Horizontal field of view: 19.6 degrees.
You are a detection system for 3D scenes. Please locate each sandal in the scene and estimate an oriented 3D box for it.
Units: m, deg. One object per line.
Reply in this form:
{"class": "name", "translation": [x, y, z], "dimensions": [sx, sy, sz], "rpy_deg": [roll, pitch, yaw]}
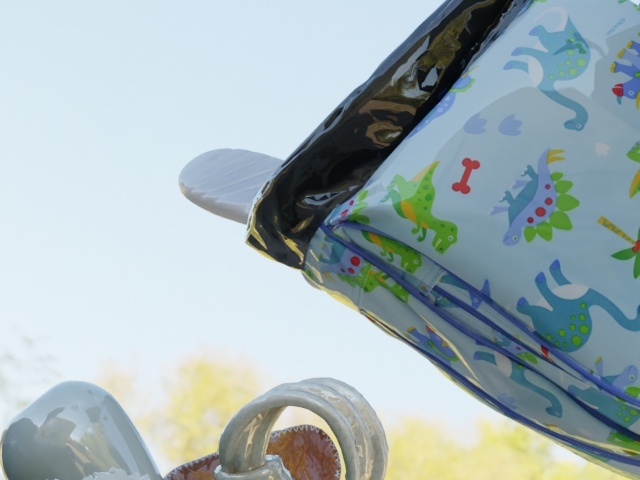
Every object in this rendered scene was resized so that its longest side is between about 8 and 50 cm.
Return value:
{"class": "sandal", "translation": [0.004, -0.007, 1.555], "dimensions": [0.265, 0.102, 0.076], "rpy_deg": [20, -43, 22]}

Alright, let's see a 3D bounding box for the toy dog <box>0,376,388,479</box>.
{"class": "toy dog", "translation": [-0.033, 0.195, 1.052], "dimensions": [0.220, 0.161, 0.334], "rpy_deg": [-14, -68, 12]}

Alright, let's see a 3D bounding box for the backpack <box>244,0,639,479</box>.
{"class": "backpack", "translation": [0.178, -0.002, 1.156], "dimensions": [0.355, 0.290, 0.273], "rpy_deg": [45, -16, 2]}

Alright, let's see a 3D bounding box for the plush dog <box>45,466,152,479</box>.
{"class": "plush dog", "translation": [-0.148, 0.193, 0.521], "dimensions": [0.225, 0.262, 0.210], "rpy_deg": [7, 0, 5]}
